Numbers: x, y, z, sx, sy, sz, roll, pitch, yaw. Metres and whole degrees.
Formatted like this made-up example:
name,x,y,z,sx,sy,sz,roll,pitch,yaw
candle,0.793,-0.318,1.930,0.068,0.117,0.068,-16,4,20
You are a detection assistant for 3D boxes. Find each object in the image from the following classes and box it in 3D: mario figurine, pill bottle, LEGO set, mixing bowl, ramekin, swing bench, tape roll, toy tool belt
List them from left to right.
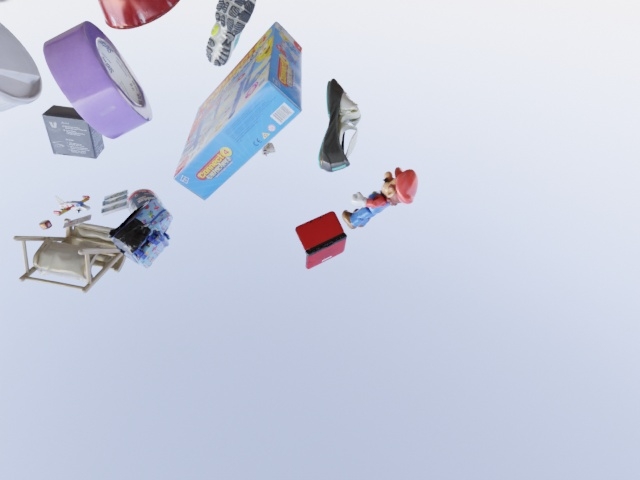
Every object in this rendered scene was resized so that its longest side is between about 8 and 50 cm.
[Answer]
name,x,y,z,sx,sy,sz,roll,pitch,yaw
ramekin,-0.890,-0.459,1.056,0.127,0.273,0.273,-25,-141,11
swing bench,-0.867,0.045,1.448,0.252,0.166,0.255,10,-161,7
LEGO set,-0.712,-0.107,1.231,0.244,0.060,0.182,-21,-149,-15
tape roll,-0.400,-0.290,0.749,0.080,0.189,0.189,-27,-138,1
mixing bowl,-0.381,-0.522,0.817,0.181,0.098,0.182,-7,-121,11
pill bottle,-0.560,-0.084,1.344,0.107,0.108,0.180,-26,-132,-25
toy tool belt,-0.201,-0.337,1.497,0.051,0.052,0.083,-26,-160,-12
mario figurine,0.224,-0.180,1.548,0.320,0.170,0.198,-34,-158,33

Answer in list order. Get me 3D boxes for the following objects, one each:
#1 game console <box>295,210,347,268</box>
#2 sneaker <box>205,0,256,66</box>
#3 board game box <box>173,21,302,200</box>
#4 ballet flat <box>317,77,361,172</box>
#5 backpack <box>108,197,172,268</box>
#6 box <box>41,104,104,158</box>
name,x,y,z,sx,sy,sz,roll,pitch,yaw
game console,0.000,0.000,1.240,0.143,0.124,0.085,-25,-122,-22
sneaker,-0.294,-0.705,1.329,0.107,0.275,0.110,33,-145,-15
board game box,-0.175,-0.289,0.899,0.308,0.086,0.302,-35,-142,28
ballet flat,0.059,-0.311,1.099,0.096,0.095,0.281,1,-106,19
backpack,-0.477,-0.026,1.134,0.116,0.158,0.173,38,-113,-4
box,-0.902,-0.398,1.498,0.155,0.158,0.093,6,-140,-7
